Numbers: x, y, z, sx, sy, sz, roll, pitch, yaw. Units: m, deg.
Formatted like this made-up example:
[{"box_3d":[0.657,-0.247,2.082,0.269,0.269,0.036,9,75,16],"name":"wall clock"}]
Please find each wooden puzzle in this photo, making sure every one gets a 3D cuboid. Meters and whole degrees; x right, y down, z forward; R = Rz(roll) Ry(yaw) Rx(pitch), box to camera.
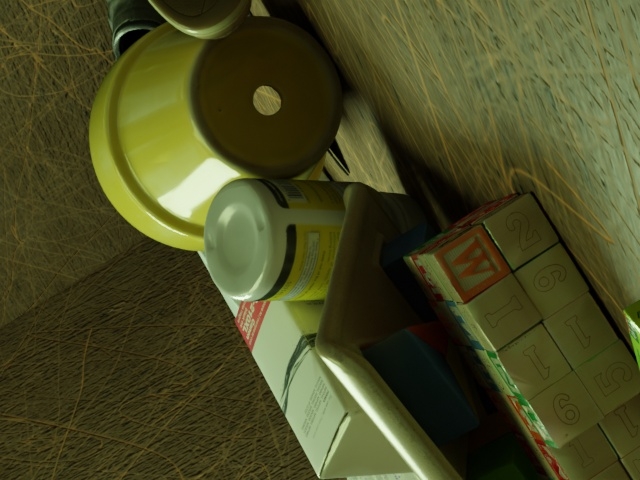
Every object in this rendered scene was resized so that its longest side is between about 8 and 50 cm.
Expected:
[{"box_3d":[0.126,0.123,1.501,0.322,0.080,0.348,51,-163,-18],"name":"wooden puzzle"}]

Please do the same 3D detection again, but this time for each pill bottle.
[{"box_3d":[0.000,0.000,1.699,0.119,0.208,0.119,-2,88,52],"name":"pill bottle"}]

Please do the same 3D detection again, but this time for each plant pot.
[{"box_3d":[-0.092,-0.126,1.794,0.254,0.254,0.239,58,159,-6],"name":"plant pot"}]

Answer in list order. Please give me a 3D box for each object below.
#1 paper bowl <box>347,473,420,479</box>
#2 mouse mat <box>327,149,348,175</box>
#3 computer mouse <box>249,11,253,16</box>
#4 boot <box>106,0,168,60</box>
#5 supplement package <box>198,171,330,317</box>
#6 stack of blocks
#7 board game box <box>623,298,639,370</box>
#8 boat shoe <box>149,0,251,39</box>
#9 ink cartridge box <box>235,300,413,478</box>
[{"box_3d":[0.153,0.324,1.941,0.284,0.148,0.284,33,-165,-10],"name":"paper bowl"},{"box_3d":[-0.038,-0.167,2.067,0.190,0.007,0.152,55,-176,38],"name":"mouse mat"},{"box_3d":[-0.095,-0.258,2.011,0.242,0.041,0.071,56,174,10],"name":"computer mouse"},{"box_3d":[-0.213,-0.275,2.075,0.338,0.118,0.223,63,-158,-76],"name":"boot"},{"box_3d":[-0.012,0.076,2.313,0.199,0.198,0.263,54,174,27],"name":"supplement package"},{"box_3d":[0.188,0.113,1.341,0.297,0.087,0.171,58,175,-2],"name":"stack of blocks"},{"box_3d":[0.244,0.111,1.068,0.092,0.043,0.181,54,173,40],"name":"board game box"},{"box_3d":[-0.135,-0.309,1.747,0.110,0.121,0.341,57,-173,-50],"name":"boat shoe"},{"box_3d":[0.040,0.124,1.754,0.237,0.172,0.100,59,138,43],"name":"ink cartridge box"}]
